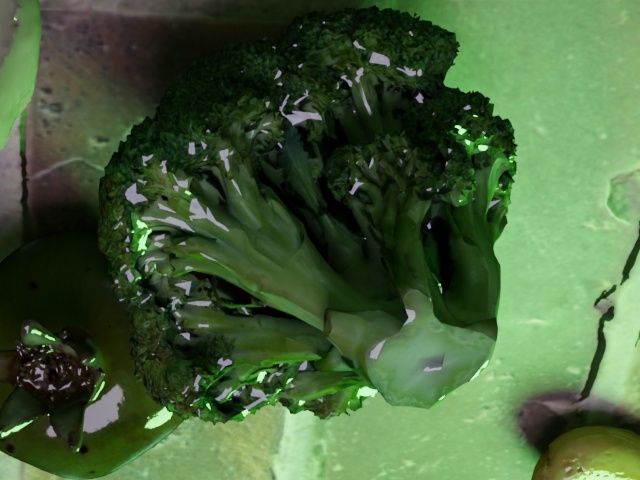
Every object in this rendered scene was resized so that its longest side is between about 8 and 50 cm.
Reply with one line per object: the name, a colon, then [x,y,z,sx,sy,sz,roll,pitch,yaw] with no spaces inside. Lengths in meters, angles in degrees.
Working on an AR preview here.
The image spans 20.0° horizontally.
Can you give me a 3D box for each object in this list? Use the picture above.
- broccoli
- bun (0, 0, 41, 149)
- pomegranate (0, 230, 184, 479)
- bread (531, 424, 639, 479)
broccoli: [0.000,0.000,1.169,0.308,0.275,0.308,-11,124,-16]
bun: [-0.290,-0.113,1.044,0.287,0.287,0.146,-14,170,7]
pomegranate: [-0.174,0.085,1.268,0.181,0.224,0.181,0,98,1]
bread: [0.256,0.218,1.571,0.189,0.077,0.114,31,105,-32]
